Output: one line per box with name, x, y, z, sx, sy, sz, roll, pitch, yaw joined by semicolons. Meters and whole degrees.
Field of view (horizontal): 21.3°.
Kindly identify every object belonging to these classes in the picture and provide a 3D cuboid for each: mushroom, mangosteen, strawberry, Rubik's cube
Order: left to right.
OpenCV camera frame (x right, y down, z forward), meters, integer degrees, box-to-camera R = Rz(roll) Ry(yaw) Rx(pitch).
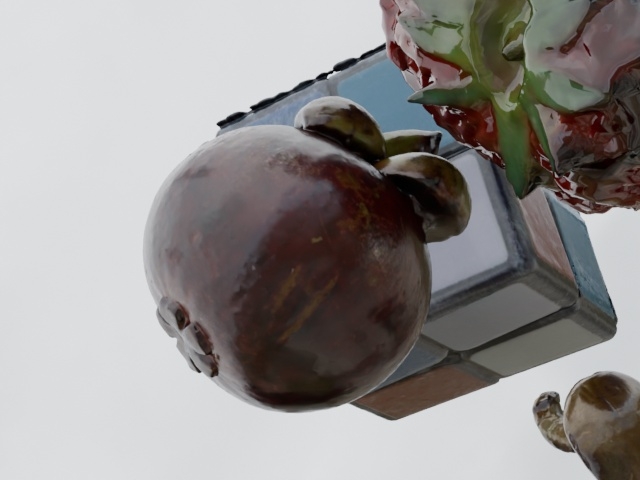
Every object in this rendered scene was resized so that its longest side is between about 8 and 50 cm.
mangosteen;0.000;0.000;1.230;0.257;0.215;0.215;-38;-24;-17
Rubik's cube;0.109;-0.008;1.906;0.316;0.318;0.313;-23;-24;20
mushroom;0.189;0.121;1.154;0.088;0.129;0.072;5;-72;-35
strawberry;0.210;-0.159;1.205;0.310;0.292;0.291;-1;-55;-46
